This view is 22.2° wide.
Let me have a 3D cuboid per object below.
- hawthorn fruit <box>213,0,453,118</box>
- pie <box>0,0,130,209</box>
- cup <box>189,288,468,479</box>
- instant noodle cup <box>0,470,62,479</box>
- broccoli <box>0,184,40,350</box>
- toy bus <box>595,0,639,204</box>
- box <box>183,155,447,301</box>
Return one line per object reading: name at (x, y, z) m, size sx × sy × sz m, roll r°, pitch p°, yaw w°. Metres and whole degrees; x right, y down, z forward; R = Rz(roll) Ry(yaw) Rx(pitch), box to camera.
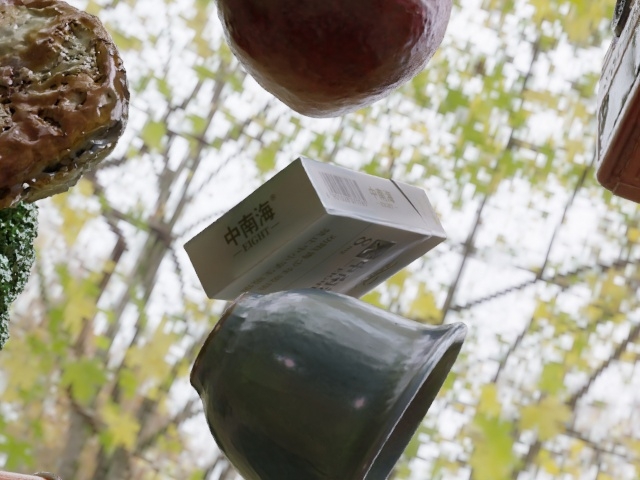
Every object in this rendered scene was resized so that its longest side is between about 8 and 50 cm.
hawthorn fruit at (0.012, -0.255, 1.744) m, size 0.265 × 0.265 × 0.307 m, roll 20°, pitch -24°, yaw 3°
pie at (-0.319, -0.135, 1.558) m, size 0.308 × 0.308 × 0.085 m, roll 14°, pitch -37°, yaw 12°
cup at (-0.010, 0.107, 1.145) m, size 0.150 × 0.199 × 0.199 m, roll 31°, pitch -33°, yaw 10°
instant noodle cup at (-0.370, 0.312, 1.622) m, size 0.174 × 0.213 × 0.213 m, roll 23°, pitch -30°, yaw -34°
broccoli at (-0.524, 0.007, 2.041) m, size 0.321 × 0.413 × 0.310 m, roll 19°, pitch -12°, yaw -19°
toy bus at (0.387, -0.213, 1.464) m, size 0.203 × 0.233 × 0.427 m, roll 14°, pitch -35°, yaw 0°
box at (0.000, 0.000, 1.581) m, size 0.155 × 0.067 × 0.243 m, roll -34°, pitch -21°, yaw 23°
